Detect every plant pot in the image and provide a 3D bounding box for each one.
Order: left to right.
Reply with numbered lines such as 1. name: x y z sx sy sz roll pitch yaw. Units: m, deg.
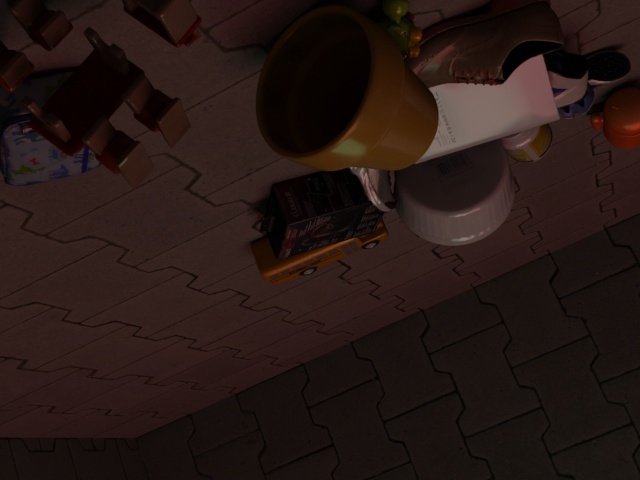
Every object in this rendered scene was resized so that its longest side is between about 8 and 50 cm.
1. plant pot: 0.064 -0.223 1.500 0.254 0.253 0.239 -33 147 32

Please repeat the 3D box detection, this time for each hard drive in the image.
1. hard drive: 0.303 -0.274 1.821 0.308 0.040 0.203 -17 136 14

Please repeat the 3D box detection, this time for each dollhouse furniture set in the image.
1. dollhouse furniture set: -0.275 -0.228 1.216 0.259 0.262 0.135 -51 168 -11

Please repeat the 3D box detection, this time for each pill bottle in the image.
1. pill bottle: 0.460 -0.258 2.116 0.119 0.119 0.208 -28 161 19

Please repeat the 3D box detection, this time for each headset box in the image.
1. headset box: -0.001 -0.067 2.155 0.293 0.110 0.218 -16 161 -15

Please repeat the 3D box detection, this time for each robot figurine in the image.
1. robot figurine: 0.781 -0.310 2.312 0.128 0.158 0.219 -56 159 -2

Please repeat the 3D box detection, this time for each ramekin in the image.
1. ramekin: 0.295 -0.139 2.042 0.277 0.277 0.135 -22 154 2

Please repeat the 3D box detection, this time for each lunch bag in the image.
1. lunch bag: -0.421 -0.173 1.434 0.176 0.090 0.219 -16 162 -25

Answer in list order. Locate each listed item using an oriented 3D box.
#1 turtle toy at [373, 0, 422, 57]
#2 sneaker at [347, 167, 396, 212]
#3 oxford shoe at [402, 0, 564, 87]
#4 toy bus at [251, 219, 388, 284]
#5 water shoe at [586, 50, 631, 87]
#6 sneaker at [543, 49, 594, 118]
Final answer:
1. turtle toy: 0.124 -0.360 1.535 0.095 0.066 0.130 3 158 2
2. sneaker: 0.117 -0.157 1.958 0.108 0.100 0.271 -33 138 2
3. oxford shoe: 0.274 -0.334 1.674 0.348 0.130 0.123 -26 161 14
4. toy bus: 0.000 0.000 2.355 0.333 0.108 0.130 -23 160 8
5. water shoe: 0.590 -0.373 2.045 0.203 0.072 0.080 -15 -177 -5
6. sneaker: 0.419 -0.329 1.901 0.316 0.127 0.182 -14 147 0
